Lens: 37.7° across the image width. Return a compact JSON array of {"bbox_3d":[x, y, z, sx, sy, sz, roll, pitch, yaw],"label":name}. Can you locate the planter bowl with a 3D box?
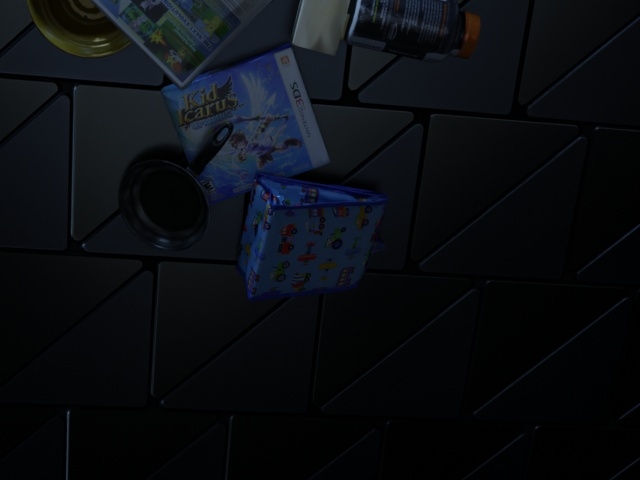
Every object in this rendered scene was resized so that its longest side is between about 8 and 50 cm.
[{"bbox_3d":[-0.423,-0.448,1.718,0.217,0.090,0.217,-3,107,-11],"label":"planter bowl"}]

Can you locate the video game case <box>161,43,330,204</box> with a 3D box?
[{"bbox_3d":[-0.144,-0.226,1.846,0.269,0.061,0.244,-20,109,1],"label":"video game case"}]

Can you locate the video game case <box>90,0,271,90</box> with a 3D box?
[{"bbox_3d":[-0.261,-0.489,1.677,0.300,0.036,0.329,-45,113,1],"label":"video game case"}]

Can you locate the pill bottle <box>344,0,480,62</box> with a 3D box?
[{"bbox_3d":[0.176,-0.412,1.780,0.245,0.130,0.130,11,107,-9],"label":"pill bottle"}]

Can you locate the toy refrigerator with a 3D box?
[{"bbox_3d":[0.023,-0.491,1.750,0.094,0.102,0.270,13,106,-8],"label":"toy refrigerator"}]

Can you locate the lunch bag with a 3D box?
[{"bbox_3d":[0.000,0.000,1.890,0.293,0.138,0.221,3,121,-22],"label":"lunch bag"}]

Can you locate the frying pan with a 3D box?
[{"bbox_3d":[-0.289,-0.124,1.830,0.197,0.053,0.326,23,118,6],"label":"frying pan"}]
